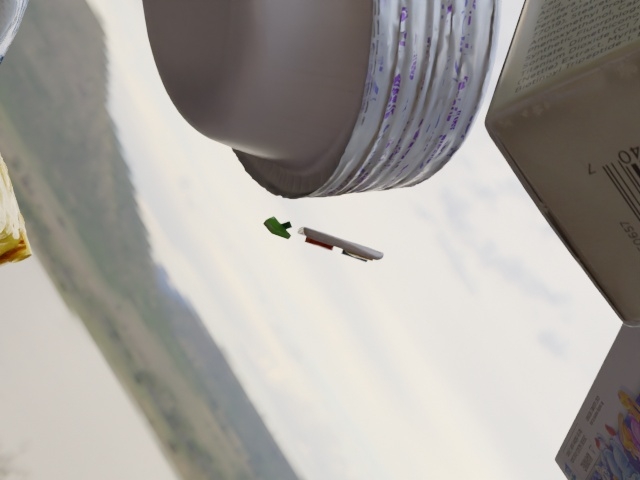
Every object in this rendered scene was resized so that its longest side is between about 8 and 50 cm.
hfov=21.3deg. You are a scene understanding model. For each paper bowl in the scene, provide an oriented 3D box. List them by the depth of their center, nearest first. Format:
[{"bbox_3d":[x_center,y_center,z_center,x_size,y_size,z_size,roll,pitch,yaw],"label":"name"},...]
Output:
[{"bbox_3d":[-0.018,-0.166,1.076,0.284,0.148,0.284,30,-56,59],"label":"paper bowl"}]

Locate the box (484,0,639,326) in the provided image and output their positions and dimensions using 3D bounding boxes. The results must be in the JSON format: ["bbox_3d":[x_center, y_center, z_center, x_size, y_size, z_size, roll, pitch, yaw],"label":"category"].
[{"bbox_3d":[0.146,-0.103,0.588,0.094,0.113,0.275,52,37,-23],"label":"box"}]

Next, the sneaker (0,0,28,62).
[{"bbox_3d":[-0.083,-0.076,0.428,0.235,0.094,0.153,5,46,-43],"label":"sneaker"}]

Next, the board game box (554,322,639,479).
[{"bbox_3d":[0.253,0.150,0.962,0.233,0.078,0.347,57,-14,20],"label":"board game box"}]

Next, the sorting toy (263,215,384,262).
[{"bbox_3d":[0.000,0.000,1.163,0.083,0.012,0.062,18,0,-5],"label":"sorting toy"}]

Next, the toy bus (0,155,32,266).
[{"bbox_3d":[-0.338,-0.013,1.326,0.211,0.220,0.149,67,2,-75],"label":"toy bus"}]
